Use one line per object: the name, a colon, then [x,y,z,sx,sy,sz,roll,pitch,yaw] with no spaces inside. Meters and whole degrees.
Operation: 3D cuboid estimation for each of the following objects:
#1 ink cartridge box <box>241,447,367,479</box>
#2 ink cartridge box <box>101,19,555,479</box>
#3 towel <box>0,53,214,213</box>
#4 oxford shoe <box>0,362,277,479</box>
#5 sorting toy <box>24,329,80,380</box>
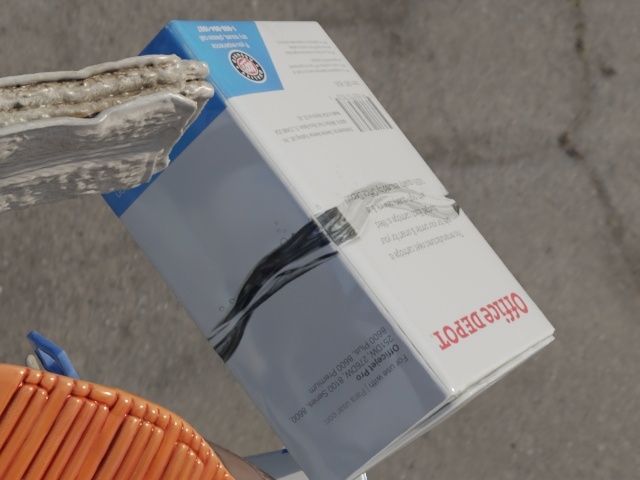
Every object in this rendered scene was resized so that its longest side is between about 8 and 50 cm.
ink cartridge box: [-0.036,0.270,1.472,0.148,0.203,0.086,-11,73,-9]
ink cartridge box: [0.000,0.000,1.293,0.395,0.166,0.285,53,25,11]
towel: [-0.223,-0.059,0.996,0.282,0.187,0.049,-13,77,-24]
oxford shoe: [-0.107,0.169,0.884,0.363,0.132,0.130,37,83,-34]
sorting toy: [-0.281,0.246,1.700,0.196,0.348,0.047,35,63,26]
